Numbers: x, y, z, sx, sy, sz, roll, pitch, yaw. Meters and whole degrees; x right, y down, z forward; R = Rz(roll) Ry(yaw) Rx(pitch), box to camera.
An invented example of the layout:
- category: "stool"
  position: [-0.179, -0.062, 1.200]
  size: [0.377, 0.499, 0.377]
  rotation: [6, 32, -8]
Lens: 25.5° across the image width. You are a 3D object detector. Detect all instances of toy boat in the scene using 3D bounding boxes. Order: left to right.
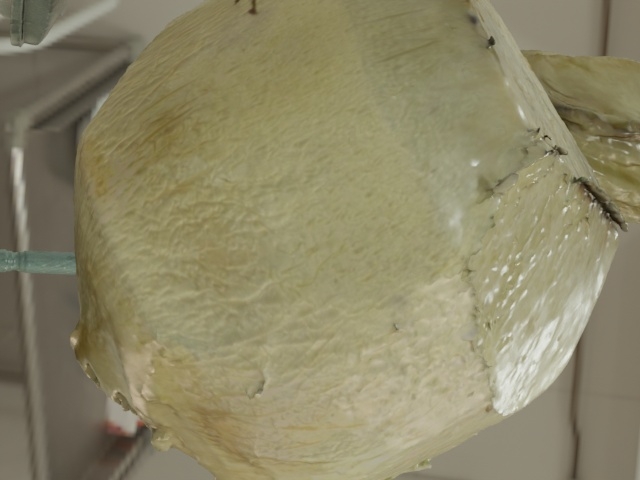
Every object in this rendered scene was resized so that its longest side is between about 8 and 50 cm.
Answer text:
- category: "toy boat"
  position: [-0.290, -0.277, 1.415]
  size: [0.319, 0.092, 0.141]
  rotation: [133, -36, -71]

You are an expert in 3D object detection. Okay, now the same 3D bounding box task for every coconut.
- category: "coconut"
  position: [0.000, 0.000, 0.950]
  size: [0.346, 0.360, 0.346]
  rotation: [54, 14, -20]

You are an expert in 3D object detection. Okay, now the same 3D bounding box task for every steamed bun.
- category: "steamed bun"
  position: [0.328, -0.085, 1.443]
  size: [0.247, 0.428, 0.189]
  rotation: [-108, -148, -47]

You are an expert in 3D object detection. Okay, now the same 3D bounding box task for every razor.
- category: "razor"
  position: [-0.247, 0.030, 1.570]
  size: [0.068, 0.232, 0.106]
  rotation: [-128, -136, -59]
